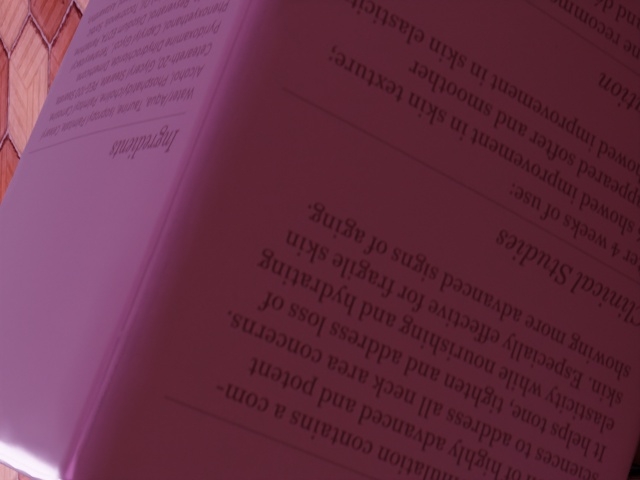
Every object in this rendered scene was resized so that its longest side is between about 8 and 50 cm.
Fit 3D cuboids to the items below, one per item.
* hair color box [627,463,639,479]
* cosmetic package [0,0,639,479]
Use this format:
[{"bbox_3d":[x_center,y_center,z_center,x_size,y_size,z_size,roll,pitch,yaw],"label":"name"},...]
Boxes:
[{"bbox_3d":[0.128,0.232,0.934,0.347,0.105,0.174,5,93,61],"label":"hair color box"},{"bbox_3d":[0.000,0.000,0.827,0.327,0.329,0.393,-1,65,60],"label":"cosmetic package"}]
